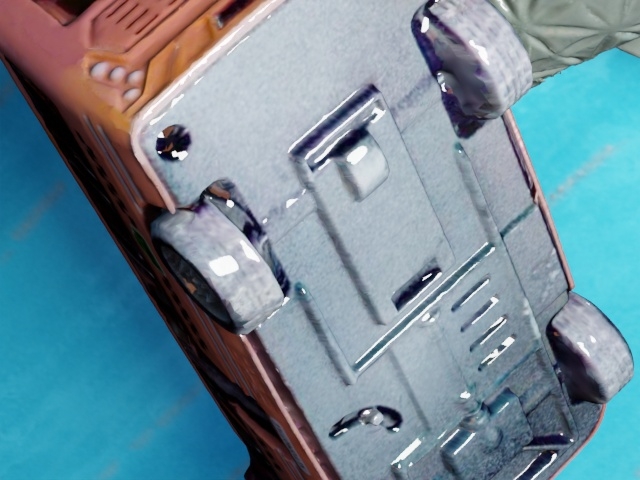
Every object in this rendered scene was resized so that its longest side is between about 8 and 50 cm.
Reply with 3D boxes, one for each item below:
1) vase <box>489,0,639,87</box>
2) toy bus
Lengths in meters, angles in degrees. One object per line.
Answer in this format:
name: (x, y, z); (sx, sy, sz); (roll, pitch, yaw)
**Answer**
vase: (0.181, -0.170, 0.924); (0.301, 0.156, 0.251); (-29, 117, 38)
toy bus: (0.000, 0.000, 0.980); (0.233, 0.203, 0.427); (35, 160, 43)
